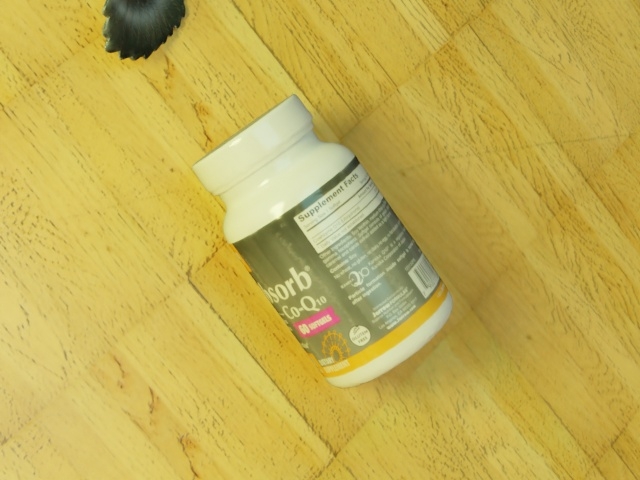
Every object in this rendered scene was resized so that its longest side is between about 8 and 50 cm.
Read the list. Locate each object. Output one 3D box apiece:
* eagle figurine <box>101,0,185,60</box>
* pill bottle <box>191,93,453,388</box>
[{"bbox_3d":[-0.180,-0.366,1.254,0.298,0.225,0.226,-45,58,2],"label":"eagle figurine"},{"bbox_3d":[0.000,0.000,1.261,0.162,0.162,0.278,-40,98,-29],"label":"pill bottle"}]
